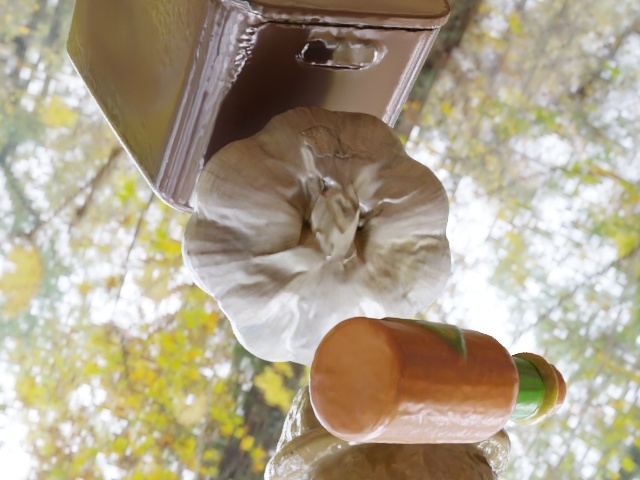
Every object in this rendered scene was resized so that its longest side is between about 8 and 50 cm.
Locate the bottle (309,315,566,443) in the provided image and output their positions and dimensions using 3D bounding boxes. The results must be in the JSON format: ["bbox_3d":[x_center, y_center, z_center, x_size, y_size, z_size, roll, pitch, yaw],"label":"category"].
[{"bbox_3d":[0.077,0.082,0.771,0.187,0.069,0.069,11,-152,-48],"label":"bottle"}]

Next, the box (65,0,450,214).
[{"bbox_3d":[-0.080,-0.201,1.289,0.239,0.229,0.339,-1,-143,-34],"label":"box"}]

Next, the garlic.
[{"bbox_3d":[0.001,-0.004,1.115,0.228,0.228,0.152,17,-175,-9],"label":"garlic"}]

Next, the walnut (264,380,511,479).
[{"bbox_3d":[0.079,0.269,1.536,0.285,0.285,0.296,7,-127,-25],"label":"walnut"}]
